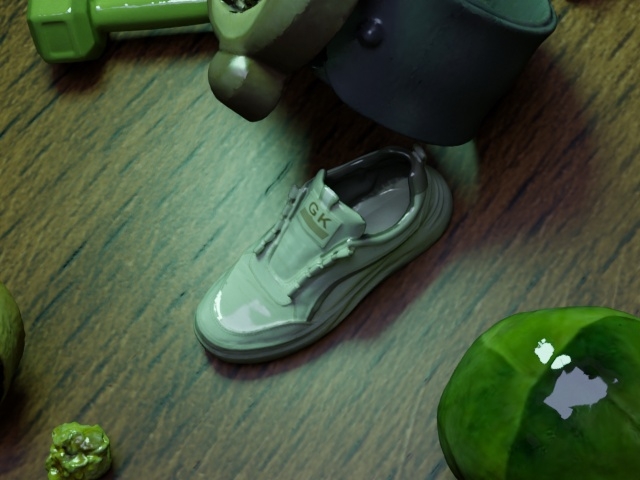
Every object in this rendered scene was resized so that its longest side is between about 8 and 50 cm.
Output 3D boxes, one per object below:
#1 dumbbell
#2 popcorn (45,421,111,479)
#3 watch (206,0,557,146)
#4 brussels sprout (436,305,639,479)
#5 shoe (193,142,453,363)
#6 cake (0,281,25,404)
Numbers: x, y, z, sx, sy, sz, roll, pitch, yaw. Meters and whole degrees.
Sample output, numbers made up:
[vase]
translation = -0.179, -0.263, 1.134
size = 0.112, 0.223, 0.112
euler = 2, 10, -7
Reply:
[dumbbell]
translation = -0.190, -0.272, 1.390
size = 0.301, 0.121, 0.108
euler = -3, 38, 7
[popcorn]
translation = -0.251, 0.223, 1.214
size = 0.083, 0.068, 0.059
euler = -37, 20, 17
[watch]
translation = 0.065, -0.270, 1.215
size = 0.314, 0.326, 0.335
euler = -53, 41, 27
[brussels sprout]
translation = 0.250, 0.176, 1.080
size = 0.271, 0.210, 0.219
euler = 34, 80, 4
[shoe]
translation = 0.000, 0.000, 1.216
size = 0.316, 0.159, 0.124
euler = -36, 67, -10
[cake]
translation = -0.402, 0.087, 1.232
size = 0.185, 0.208, 0.178
euler = -10, 38, 6
